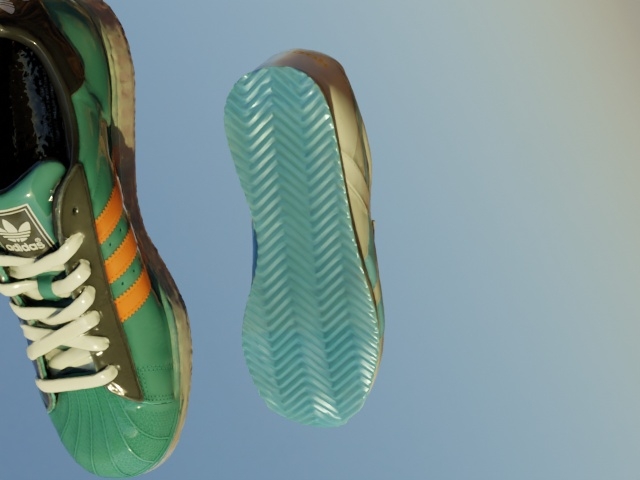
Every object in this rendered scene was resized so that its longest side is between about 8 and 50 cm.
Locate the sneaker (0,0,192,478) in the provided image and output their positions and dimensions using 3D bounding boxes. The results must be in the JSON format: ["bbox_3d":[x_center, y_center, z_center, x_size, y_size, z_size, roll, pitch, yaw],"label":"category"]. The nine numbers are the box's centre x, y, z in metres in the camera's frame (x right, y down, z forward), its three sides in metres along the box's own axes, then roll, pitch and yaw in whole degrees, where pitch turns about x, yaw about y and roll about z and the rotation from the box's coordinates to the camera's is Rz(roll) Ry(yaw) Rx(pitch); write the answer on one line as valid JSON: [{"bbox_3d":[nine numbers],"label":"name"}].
[{"bbox_3d":[-0.159,0.002,1.009,0.121,0.108,0.302,-22,-78,-66],"label":"sneaker"}]

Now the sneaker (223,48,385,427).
[{"bbox_3d":[0.000,0.000,1.012,0.092,0.087,0.229,-50,-41,-65],"label":"sneaker"}]
